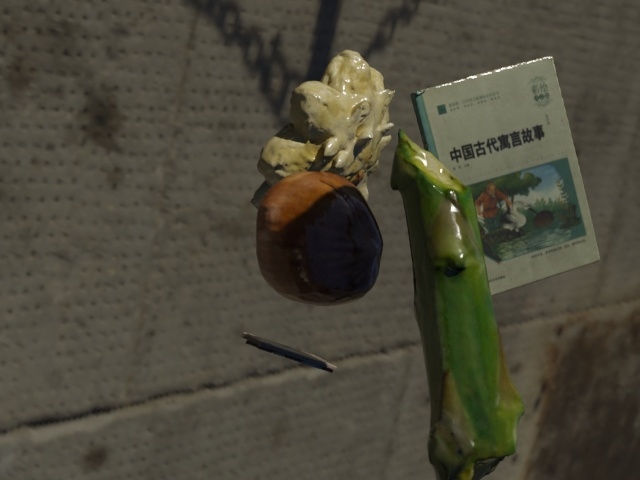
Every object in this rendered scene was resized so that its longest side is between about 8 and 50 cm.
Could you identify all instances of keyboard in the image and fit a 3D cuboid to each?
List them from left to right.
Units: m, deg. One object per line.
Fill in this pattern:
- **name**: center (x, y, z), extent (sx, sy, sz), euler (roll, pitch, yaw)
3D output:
- **keyboard**: center (-0.049, 0.171, 2.142), extent (0.166, 0.055, 0.017), euler (23, 91, -43)

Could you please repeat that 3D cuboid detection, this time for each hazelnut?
- **hazelnut**: center (0.000, 0.000, 1.561), extent (0.150, 0.150, 0.150), euler (-30, 129, -44)

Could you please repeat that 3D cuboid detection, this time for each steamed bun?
- **steamed bun**: center (0.029, -0.145, 2.177), extent (0.295, 0.137, 0.292), euler (-48, 156, -22)

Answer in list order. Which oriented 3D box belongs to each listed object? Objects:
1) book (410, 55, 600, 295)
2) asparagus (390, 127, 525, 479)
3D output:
- **book**: center (0.243, -0.080, 1.838), extent (0.215, 0.025, 0.283), euler (-17, 93, -21)
- **asparagus**: center (0.117, 0.062, 1.239), extent (0.082, 0.085, 0.343), euler (7, 74, -48)
